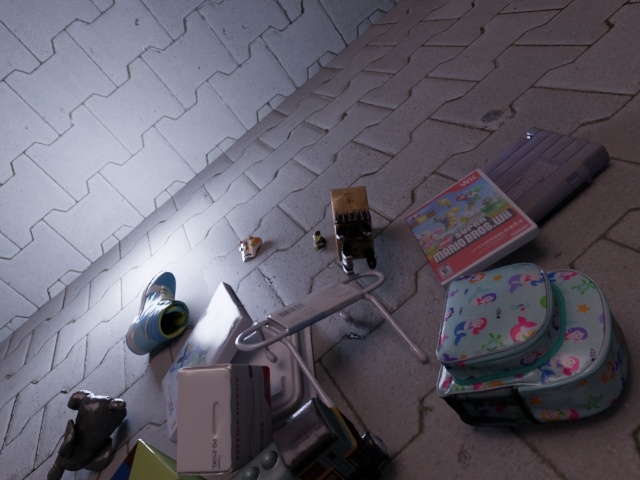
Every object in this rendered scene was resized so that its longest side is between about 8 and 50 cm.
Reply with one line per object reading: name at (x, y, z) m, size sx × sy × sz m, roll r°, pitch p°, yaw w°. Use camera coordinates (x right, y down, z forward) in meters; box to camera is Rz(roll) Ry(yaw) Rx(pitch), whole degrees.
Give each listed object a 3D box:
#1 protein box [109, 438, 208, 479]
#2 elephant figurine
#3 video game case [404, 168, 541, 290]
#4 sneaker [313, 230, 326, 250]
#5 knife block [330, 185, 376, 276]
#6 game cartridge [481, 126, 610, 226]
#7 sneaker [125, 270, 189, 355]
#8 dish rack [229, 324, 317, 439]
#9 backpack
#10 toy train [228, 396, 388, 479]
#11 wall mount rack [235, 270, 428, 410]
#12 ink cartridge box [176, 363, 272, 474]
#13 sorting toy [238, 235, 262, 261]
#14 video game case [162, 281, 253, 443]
protein box at (-0.255, 0.487, 0.953) m, size 0.200 × 0.201 × 0.136 m, roll 3°, pitch 53°, yaw 53°
elephant figurine at (-0.619, 0.534, 1.424) m, size 0.169 × 0.186 × 0.239 m, roll 16°, pitch 61°, yaw 6°
video game case at (0.299, -0.033, 1.120) m, size 0.204 × 0.025 × 0.285 m, roll -34°, pitch 28°, yaw 11°
sneaker at (0.000, 0.000, 1.556) m, size 0.035 × 0.031 × 0.083 m, roll -17°, pitch 37°, yaw 13°
knife block at (0.082, 0.004, 1.302) m, size 0.088 × 0.275 × 0.242 m, roll -6°, pitch 64°, yaw 2°
game cartridge at (0.408, -0.096, 1.166) m, size 0.355 × 0.068 × 0.230 m, roll -40°, pitch 32°, yaw 0°
sneaker at (-0.487, 0.208, 1.741) m, size 0.208 × 0.127 × 0.319 m, roll -25°, pitch 41°, yaw 30°
dish rack at (-0.149, 0.314, 1.230) m, size 0.286 × 0.072 × 0.332 m, roll -32°, pitch 30°, yaw 13°
backpack at (0.306, 0.149, 0.805) m, size 0.254 × 0.191 × 0.225 m, roll -12°, pitch 37°, yaw 33°
toy train at (-0.052, 0.402, 0.849) m, size 0.334 × 0.190 × 0.142 m, roll -40°, pitch 27°, yaw -1°
wall mount rack at (0.025, 0.190, 1.075) m, size 0.350 × 0.130 × 0.304 m, roll -25°, pitch 18°, yaw -23°
ink cartridge box at (-0.167, 0.316, 0.981) m, size 0.100 × 0.237 × 0.171 m, roll -6°, pitch 75°, yaw 9°
sorting toy at (-0.238, 0.032, 1.792) m, size 0.083 × 0.045 × 0.075 m, roll -26°, pitch 50°, yaw 25°
video game case at (-0.294, 0.287, 1.348) m, size 0.329 × 0.036 × 0.300 m, roll -59°, pitch 23°, yaw 0°
